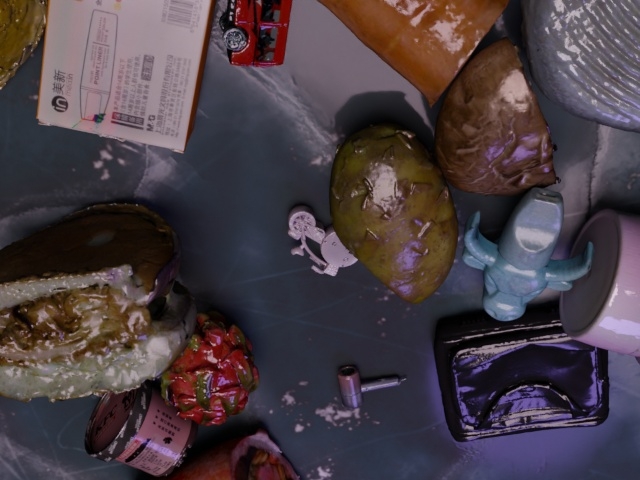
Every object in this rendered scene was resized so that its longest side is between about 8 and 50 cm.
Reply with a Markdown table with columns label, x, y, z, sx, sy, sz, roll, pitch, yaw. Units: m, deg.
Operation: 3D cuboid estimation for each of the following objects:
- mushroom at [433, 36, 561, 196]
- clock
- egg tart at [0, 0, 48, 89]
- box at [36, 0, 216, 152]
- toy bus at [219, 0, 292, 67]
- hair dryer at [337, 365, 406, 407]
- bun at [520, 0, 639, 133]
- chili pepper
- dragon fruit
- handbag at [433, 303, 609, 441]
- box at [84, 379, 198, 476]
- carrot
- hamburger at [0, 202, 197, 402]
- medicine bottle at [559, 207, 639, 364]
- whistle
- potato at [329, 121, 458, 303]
| label | x | y | z | sx | sy | sz | roll | pitch | yaw |
| --- | --- | --- | --- | --- | --- | --- | --- | --- | --- |
| mushroom | 0.227 | -0.143 | 1.367 | 0.151 | 0.156 | 0.285 | -23 | 143 | 5 |
| clock | 0.000 | 0.000 | 1.533 | 0.129 | 0.041 | 0.087 | 30 | 111 | -20 |
| egg tart | -0.518 | -0.325 | 1.323 | 0.315 | 0.120 | 0.315 | 0 | 118 | -1 |
| box | -0.262 | -0.272 | 1.363 | 0.221 | 0.091 | 0.274 | 14 | 117 | -6 |
| toy bus | -0.083 | -0.332 | 1.339 | 0.089 | 0.081 | 0.195 | 3 | 118 | -12 |
| hair dryer | 0.088 | 0.235 | 1.663 | 0.114 | 0.037 | 0.063 | -10 | 116 | -3 |
| bun | 0.420 | -0.311 | 1.278 | 0.354 | 0.194 | 0.354 | 0 | 122 | 1 |
| chili pepper | -0.190 | 0.483 | 1.689 | 0.305 | 0.229 | 0.251 | -23 | 133 | 12 |
| dragon fruit | -0.179 | 0.193 | 1.585 | 0.166 | 0.160 | 0.172 | 30 | 116 | 22 |
| handbag | 0.330 | 0.220 | 1.626 | 0.275 | 0.088 | 0.244 | -10 | 121 | 4 |
| box | -0.288 | 0.308 | 1.643 | 0.135 | 0.151 | 0.151 | 34 | 113 | -25 |
| carrot | 0.103 | -0.322 | 1.307 | 0.254 | 0.196 | 0.196 | 35 | 113 | -5 |
| hamburger | -0.334 | 0.079 | 1.447 | 0.318 | 0.277 | 0.195 | -7 | 113 | 10 |
| medicine bottle | 0.527 | 0.084 | 1.460 | 0.302 | 0.241 | 0.241 | 15 | 117 | -7 |
| whistle | 0.295 | 0.023 | 1.475 | 0.186 | 0.093 | 0.274 | 15 | 142 | 5 |
| potato | 0.109 | -0.031 | 1.459 | 0.176 | 0.141 | 0.298 | -15 | 116 | 13 |
